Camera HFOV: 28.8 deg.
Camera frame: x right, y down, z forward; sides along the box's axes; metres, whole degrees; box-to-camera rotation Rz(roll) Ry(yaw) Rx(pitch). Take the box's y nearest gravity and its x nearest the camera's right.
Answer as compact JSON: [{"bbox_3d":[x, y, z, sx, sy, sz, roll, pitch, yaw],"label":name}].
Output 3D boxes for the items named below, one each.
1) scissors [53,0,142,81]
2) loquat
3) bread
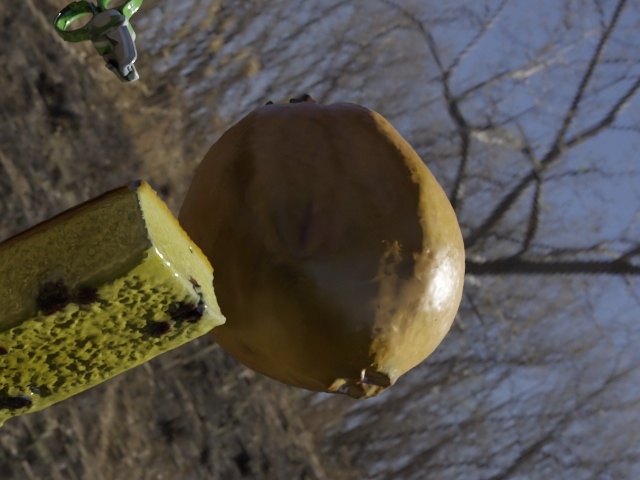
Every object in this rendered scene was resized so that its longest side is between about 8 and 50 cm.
[{"bbox_3d":[-0.212,-0.210,1.266,0.027,0.101,0.204,60,-2,-37],"label":"scissors"},{"bbox_3d":[0.000,0.000,0.858,0.176,0.187,0.234,-53,-129,45],"label":"loquat"},{"bbox_3d":[-0.161,0.052,0.571,0.088,0.226,0.049,56,10,-56],"label":"bread"}]
